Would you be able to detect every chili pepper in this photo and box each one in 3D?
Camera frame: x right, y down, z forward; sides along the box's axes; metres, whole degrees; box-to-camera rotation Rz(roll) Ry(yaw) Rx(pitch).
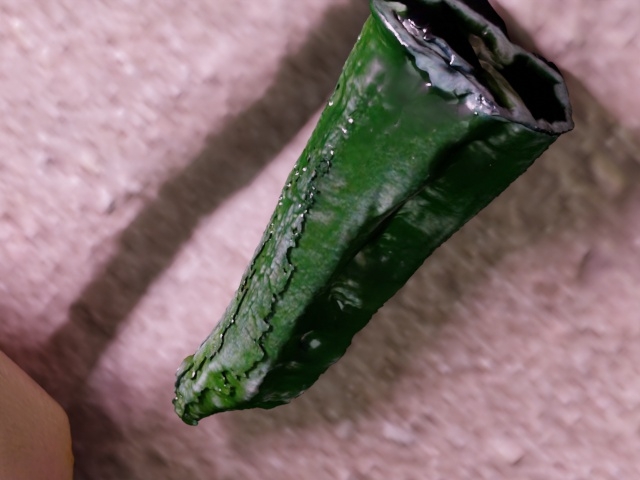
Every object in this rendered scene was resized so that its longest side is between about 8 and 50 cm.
[{"bbox_3d":[0.000,0.000,0.761,0.088,0.059,0.227,41,123,3],"label":"chili pepper"}]

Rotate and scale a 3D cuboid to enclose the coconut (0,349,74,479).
[{"bbox_3d":[-0.219,0.114,0.787,0.259,0.259,0.259,7,115,15],"label":"coconut"}]
